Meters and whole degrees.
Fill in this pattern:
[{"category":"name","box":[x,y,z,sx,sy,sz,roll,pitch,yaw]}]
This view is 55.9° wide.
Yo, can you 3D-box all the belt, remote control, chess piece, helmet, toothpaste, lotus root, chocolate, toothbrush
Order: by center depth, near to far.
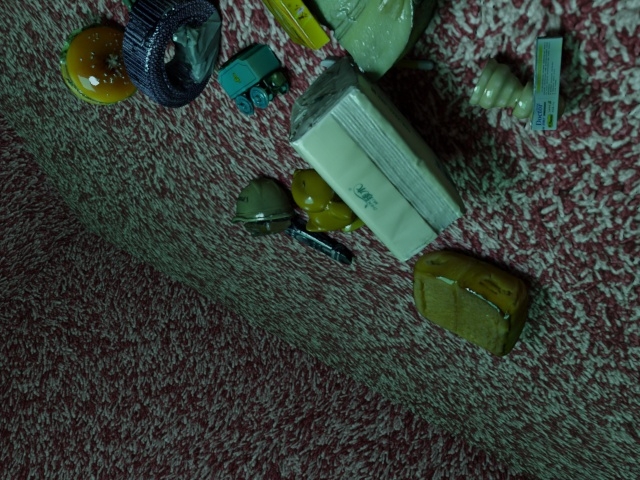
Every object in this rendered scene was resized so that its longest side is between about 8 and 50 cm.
[{"category":"toothpaste","box":[0.399,-0.279,1.068,0.046,0.034,0.164,1,115,15]},{"category":"lotus root","box":[0.103,-0.471,1.080,0.267,0.149,0.260,48,154,-4]},{"category":"chess piece","box":[0.379,-0.274,1.146,0.171,0.094,0.094,24,152,7]},{"category":"toothbrush","box":[0.121,-0.392,1.329,0.288,0.024,0.021,14,148,35]},{"category":"belt","box":[-0.362,-0.477,1.507,0.122,0.260,0.324,35,155,15]},{"category":"helmet","box":[-0.201,-0.137,2.005,0.258,0.204,0.137,-2,98,56]},{"category":"remote control","box":[0.000,0.000,2.090,0.266,0.066,0.090,29,167,7]},{"category":"chocolate","box":[-0.193,-0.047,2.145,0.329,0.103,0.065,178,83,-69]}]

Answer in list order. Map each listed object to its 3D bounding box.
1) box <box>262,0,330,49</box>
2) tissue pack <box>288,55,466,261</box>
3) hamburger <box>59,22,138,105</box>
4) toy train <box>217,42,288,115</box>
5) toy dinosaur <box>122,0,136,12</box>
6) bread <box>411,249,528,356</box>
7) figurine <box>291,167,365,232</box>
[{"category":"box","box":[-0.065,-0.471,1.247,0.152,0.043,0.269,47,-174,-23]},{"category":"tissue pack","box":[0.117,-0.186,1.326,0.207,0.297,0.380,-38,113,17]},{"category":"hamburger","box":[-0.650,-0.526,1.802,0.246,0.246,0.170,51,159,-27]},{"category":"toy train","box":[-0.176,-0.415,1.563,0.198,0.107,0.154,-7,123,54]},{"category":"toy dinosaur","box":[-0.493,-0.660,1.576,0.120,0.079,0.292,28,151,29]},{"category":"bread","box":[0.427,0.160,1.731,0.328,0.148,0.337,26,154,29]},{"category":"figurine","box":[0.020,-0.117,1.693,0.215,0.215,0.228,26,148,22]}]
